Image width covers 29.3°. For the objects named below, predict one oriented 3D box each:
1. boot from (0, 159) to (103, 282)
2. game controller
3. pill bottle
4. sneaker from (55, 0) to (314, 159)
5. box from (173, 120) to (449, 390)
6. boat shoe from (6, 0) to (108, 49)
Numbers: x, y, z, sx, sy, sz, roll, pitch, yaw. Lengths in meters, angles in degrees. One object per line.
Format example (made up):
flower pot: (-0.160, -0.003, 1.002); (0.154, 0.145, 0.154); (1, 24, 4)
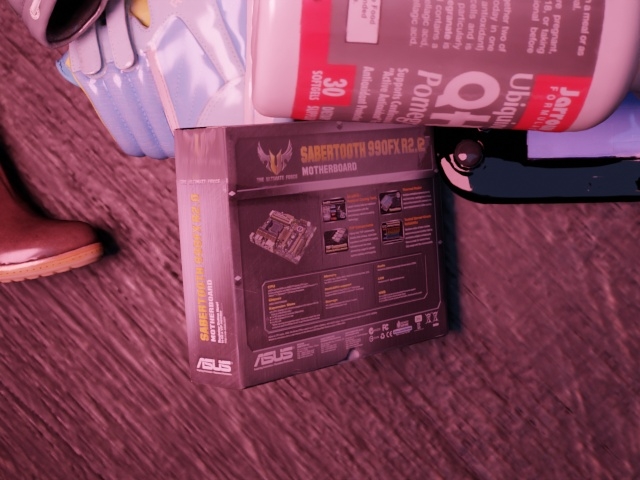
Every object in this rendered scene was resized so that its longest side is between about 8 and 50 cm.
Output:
boot: (-0.307, -0.071, 1.048); (0.249, 0.090, 0.206); (1, 98, 17)
game controller: (0.245, -0.112, 0.925); (0.319, 0.067, 0.166); (-1, 96, 13)
pill bottle: (0.114, -0.163, 0.827); (0.319, 0.176, 0.176); (2, 97, -5)
sneaker: (-0.113, -0.209, 0.972); (0.208, 0.127, 0.318); (1, 95, 12)
box: (0.000, 0.000, 0.915); (0.056, 0.231, 0.183); (1, 98, 44)
boat shoe: (-0.112, -0.248, 0.866); (0.319, 0.116, 0.099); (-29, 77, 28)
